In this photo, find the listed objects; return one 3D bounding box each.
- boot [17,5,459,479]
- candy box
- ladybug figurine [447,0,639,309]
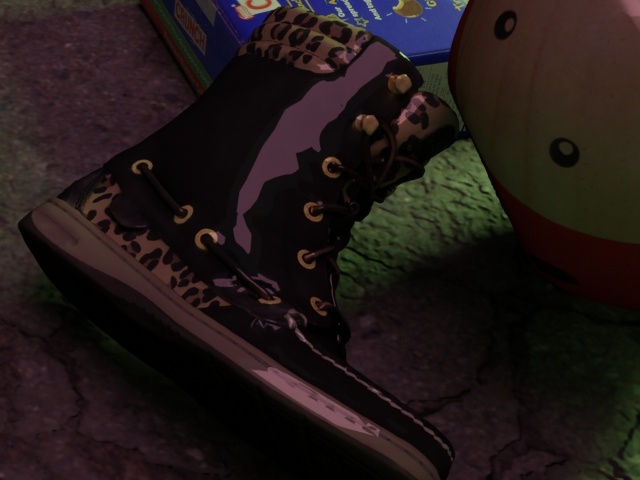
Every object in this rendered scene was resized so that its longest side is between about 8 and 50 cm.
[{"bbox_3d":[0.000,0.000,1.276,0.377,0.138,0.284,31,67,30],"label":"boot"},{"bbox_3d":[0.031,-0.205,1.588,0.317,0.122,0.268,-10,46,-24],"label":"candy box"},{"bbox_3d":[0.201,-0.076,1.320,0.162,0.449,0.305,-26,73,6],"label":"ladybug figurine"}]
